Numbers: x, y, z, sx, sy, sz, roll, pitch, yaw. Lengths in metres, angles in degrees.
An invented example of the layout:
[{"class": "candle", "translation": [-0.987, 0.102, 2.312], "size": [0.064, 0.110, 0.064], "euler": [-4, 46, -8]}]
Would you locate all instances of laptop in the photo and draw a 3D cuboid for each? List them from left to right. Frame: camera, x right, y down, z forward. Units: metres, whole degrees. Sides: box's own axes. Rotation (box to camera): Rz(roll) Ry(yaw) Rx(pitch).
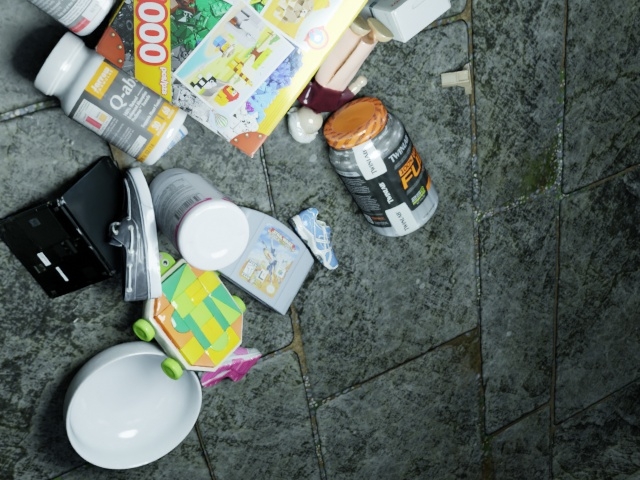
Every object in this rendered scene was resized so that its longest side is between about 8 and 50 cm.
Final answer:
[{"class": "laptop", "translation": [-0.551, -0.027, 1.647], "size": [0.264, 0.136, 0.234], "euler": [-20, 125, 9]}]

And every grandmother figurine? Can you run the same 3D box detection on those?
[{"class": "grandmother figurine", "translation": [0.019, -0.369, 1.698], "size": [0.208, 0.104, 0.342], "euler": [12, 132, -29]}]

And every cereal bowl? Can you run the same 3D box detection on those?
[{"class": "cereal bowl", "translation": [-0.478, 0.393, 1.812], "size": [0.339, 0.141, 0.339], "euler": [-13, 120, -25]}]

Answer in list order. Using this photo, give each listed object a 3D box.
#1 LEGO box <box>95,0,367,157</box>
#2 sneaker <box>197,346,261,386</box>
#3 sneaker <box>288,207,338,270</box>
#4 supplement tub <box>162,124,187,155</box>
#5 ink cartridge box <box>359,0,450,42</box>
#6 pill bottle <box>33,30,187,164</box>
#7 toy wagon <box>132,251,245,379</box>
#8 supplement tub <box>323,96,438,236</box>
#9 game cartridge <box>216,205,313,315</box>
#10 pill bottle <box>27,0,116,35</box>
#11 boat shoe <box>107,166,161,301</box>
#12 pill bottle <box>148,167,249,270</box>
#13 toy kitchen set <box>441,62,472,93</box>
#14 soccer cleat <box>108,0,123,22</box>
[{"class": "LEGO box", "translation": [-0.139, -0.483, 1.416], "size": [0.372, 0.193, 0.500], "euler": [33, 110, -16]}, {"class": "sneaker", "translation": [-0.252, 0.307, 1.921], "size": [0.103, 0.111, 0.252], "euler": [-49, 157, 15]}, {"class": "sneaker", "translation": [0.000, 0.000, 1.943], "size": [0.081, 0.080, 0.211], "euler": [-40, 128, -5]}, {"class": "supplement tub", "translation": [-0.359, -0.234, 1.623], "size": [0.107, 0.071, 0.071], "euler": [-44, 127, -5]}, {"class": "ink cartridge box", "translation": [0.181, -0.557, 1.698], "size": [0.153, 0.208, 0.087], "euler": [-39, 127, -9]}, {"class": "pill bottle", "translation": [-0.424, -0.289, 1.472], "size": [0.278, 0.162, 0.162], "euler": [33, 94, -20]}, {"class": "toy wagon", "translation": [-0.332, 0.156, 1.752], "size": [0.267, 0.068, 0.344], "euler": [-46, 112, -40]}, {"class": "supplement tub", "translation": [0.154, -0.188, 1.864], "size": [0.207, 0.207, 0.338], "euler": [-41, 127, -7]}, {"class": "game cartridge", "translation": [-0.144, 0.047, 1.864], "size": [0.297, 0.062, 0.198], "euler": [40, 77, -41]}, {"class": "pill bottle", "translation": [-0.521, -0.524, 1.330], "size": [0.283, 0.161, 0.161], "euler": [31, 95, -38]}, {"class": "boat shoe", "translation": [-0.426, -0.012, 1.621], "size": [0.102, 0.108, 0.301], "euler": [-8, 97, -22]}, {"class": "pill bottle", "translation": [-0.284, -0.058, 1.619], "size": [0.160, 0.283, 0.160], "euler": [-13, 119, -25]}, {"class": "toy kitchen set", "translation": [0.375, -0.447, 1.985], "size": [0.083, 0.075, 0.068], "euler": [38, 48, -69]}, {"class": "soccer cleat", "translation": [-0.419, -0.488, 1.493], "size": [0.035, 0.029, 0.083], "euler": [35, 89, -29]}]
